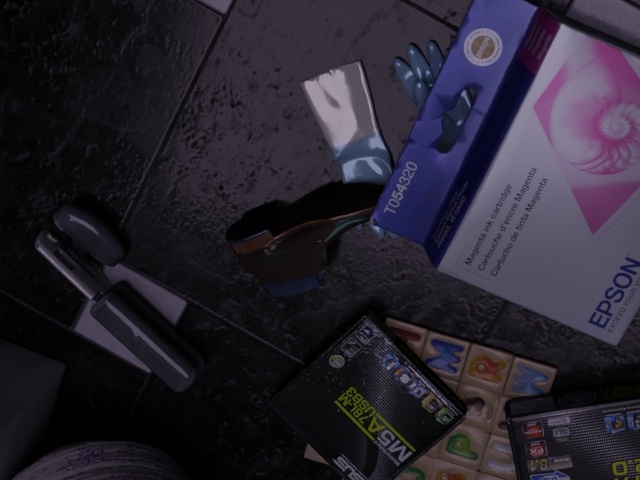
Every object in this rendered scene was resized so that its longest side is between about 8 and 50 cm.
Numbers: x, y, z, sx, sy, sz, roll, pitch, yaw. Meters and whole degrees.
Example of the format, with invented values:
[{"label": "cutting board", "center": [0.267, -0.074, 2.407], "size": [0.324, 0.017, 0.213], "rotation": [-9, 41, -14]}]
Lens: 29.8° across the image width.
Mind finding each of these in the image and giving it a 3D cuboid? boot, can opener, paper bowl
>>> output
[{"label": "boot", "center": [0.000, 0.000, 1.518], "size": [0.219, 0.082, 0.106], "rotation": [-15, 122, 18]}, {"label": "can opener", "center": [-0.252, 0.071, 1.576], "size": [0.283, 0.076, 0.095], "rotation": [43, 109, -5]}, {"label": "paper bowl", "center": [-0.303, 0.380, 1.596], "size": [0.284, 0.148, 0.284], "rotation": [-13, 127, -17]}]

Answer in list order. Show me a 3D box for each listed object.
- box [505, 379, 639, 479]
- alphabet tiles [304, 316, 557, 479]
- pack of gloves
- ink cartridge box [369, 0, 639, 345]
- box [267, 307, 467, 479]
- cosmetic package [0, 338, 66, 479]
[{"label": "box", "center": [0.385, 0.292, 1.525], "size": [0.270, 0.060, 0.216], "rotation": [-9, 103, 9]}, {"label": "alphabet tiles", "center": [0.161, 0.262, 1.590], "size": [0.343, 0.011, 0.285], "rotation": [16, 108, 5]}, {"label": "pack of gloves", "center": [0.101, -0.117, 1.477], "size": [0.195, 0.046, 0.232], "rotation": [-18, 101, 14]}, {"label": "ink cartridge box", "center": [0.266, -0.081, 1.377], "size": [0.330, 0.071, 0.324], "rotation": [22, 112, -4]}, {"label": "box", "center": [0.061, 0.215, 1.565], "size": [0.184, 0.045, 0.190], "rotation": [-43, 94, 15]}, {"label": "cosmetic package", "center": [-0.491, 0.219, 1.580], "size": [0.224, 0.224, 0.138], "rotation": [21, 110, 4]}]
